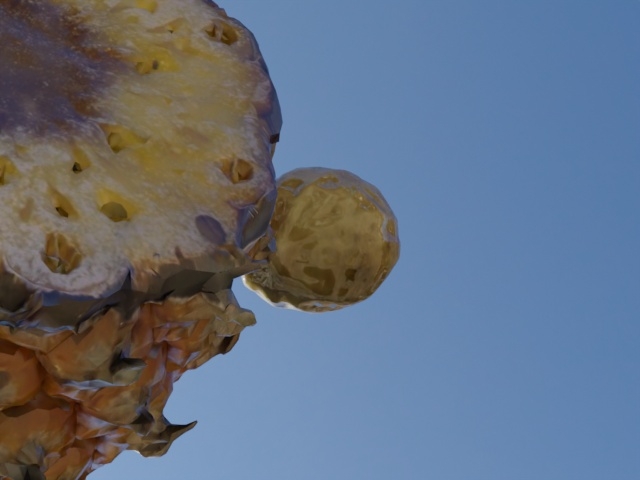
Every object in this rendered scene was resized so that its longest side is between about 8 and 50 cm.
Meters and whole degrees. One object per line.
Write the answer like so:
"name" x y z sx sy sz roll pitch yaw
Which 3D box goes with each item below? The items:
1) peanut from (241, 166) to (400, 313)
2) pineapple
"peanut" 0.000 0.000 1.079 0.159 0.109 0.141 7 -76 -8
"pineapple" -0.205 -0.005 0.596 0.352 0.352 0.300 36 -51 -7
